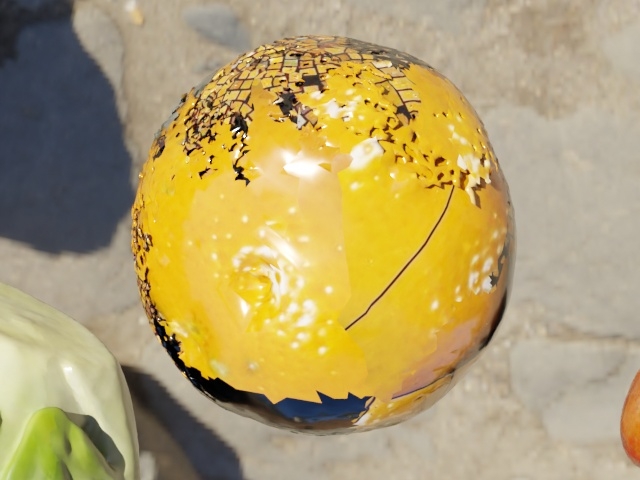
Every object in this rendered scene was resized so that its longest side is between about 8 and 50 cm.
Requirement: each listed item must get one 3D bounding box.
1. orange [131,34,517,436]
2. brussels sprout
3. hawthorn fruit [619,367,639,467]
[{"bbox_3d":[0.000,0.000,0.983,0.234,0.182,0.234,4,101,21],"label":"orange"},{"bbox_3d":[-0.267,0.201,1.151,0.289,0.354,0.281,25,177,-25],"label":"brussels sprout"},{"bbox_3d":[0.277,0.122,1.169,0.140,0.125,0.125,-33,128,11],"label":"hawthorn fruit"}]
